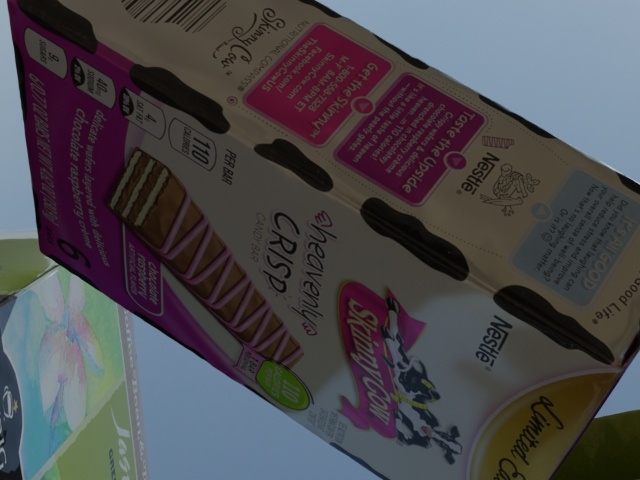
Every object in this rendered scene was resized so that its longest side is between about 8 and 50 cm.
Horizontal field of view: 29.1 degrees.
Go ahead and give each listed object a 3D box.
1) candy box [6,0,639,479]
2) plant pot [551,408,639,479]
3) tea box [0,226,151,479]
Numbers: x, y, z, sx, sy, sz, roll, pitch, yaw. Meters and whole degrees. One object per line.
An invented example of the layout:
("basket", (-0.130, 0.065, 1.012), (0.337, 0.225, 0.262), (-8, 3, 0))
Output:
("candy box", (0.000, 0.000, 0.457), (0.071, 0.233, 0.159), (-51, 165, -32))
("plant pot", (0.294, 0.293, 0.948), (0.275, 0.275, 0.293), (-11, -90, 52))
("tea box", (-0.273, 0.128, 0.564), (0.329, 0.220, 0.323), (-4, -169, 7))
